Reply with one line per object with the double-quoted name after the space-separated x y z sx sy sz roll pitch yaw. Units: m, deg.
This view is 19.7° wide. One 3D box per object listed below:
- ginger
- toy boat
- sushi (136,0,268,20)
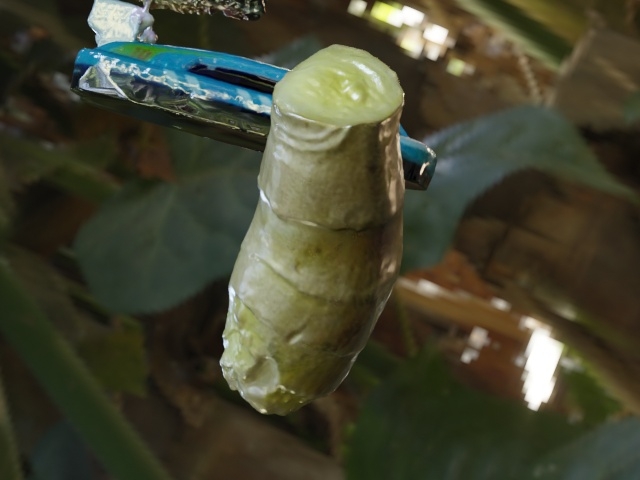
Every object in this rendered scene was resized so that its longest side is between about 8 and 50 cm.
0.000 0.000 1.284 0.109 0.116 0.263 -76 -3 -62 "ginger"
-0.046 -0.119 1.487 0.134 0.299 0.092 96 -171 -83 "toy boat"
-0.132 -0.332 1.850 0.212 0.227 0.215 74 -168 -54 "sushi"
